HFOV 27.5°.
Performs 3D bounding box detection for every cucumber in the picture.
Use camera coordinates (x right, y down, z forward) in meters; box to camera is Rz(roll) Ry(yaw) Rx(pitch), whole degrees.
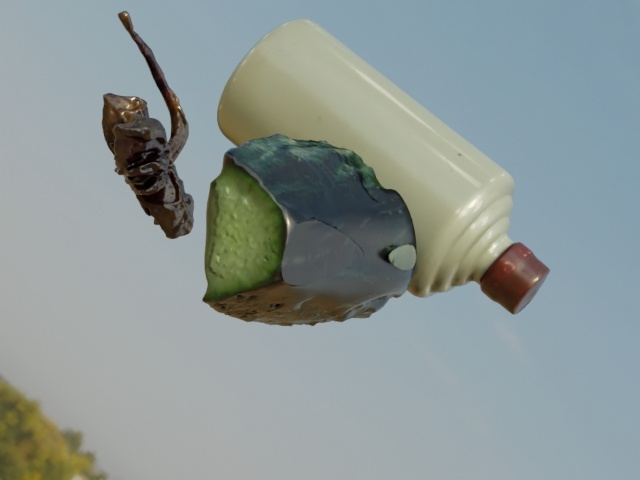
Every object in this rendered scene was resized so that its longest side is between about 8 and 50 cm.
[{"bbox_3d":[0.000,0.000,0.768,0.086,0.115,0.193,15,5,28],"label":"cucumber"}]

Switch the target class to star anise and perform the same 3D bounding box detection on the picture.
[{"bbox_3d":[-0.140,-0.089,1.031,0.097,0.070,0.190,-116,-171,-51],"label":"star anise"}]

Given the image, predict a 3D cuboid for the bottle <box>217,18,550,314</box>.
[{"bbox_3d":[0.049,-0.041,0.880,0.245,0.104,0.104,40,-15,17],"label":"bottle"}]
